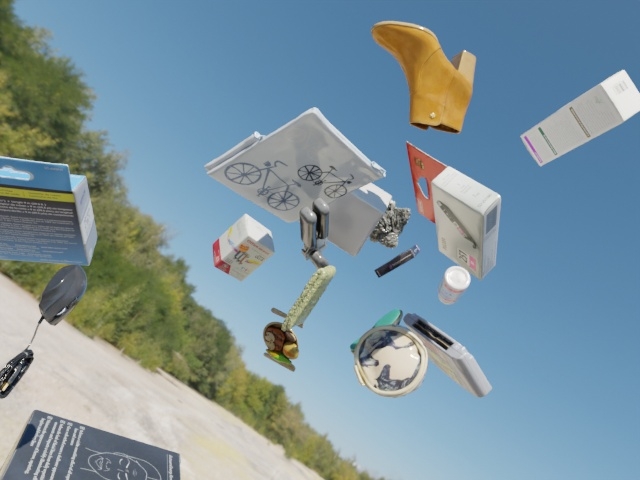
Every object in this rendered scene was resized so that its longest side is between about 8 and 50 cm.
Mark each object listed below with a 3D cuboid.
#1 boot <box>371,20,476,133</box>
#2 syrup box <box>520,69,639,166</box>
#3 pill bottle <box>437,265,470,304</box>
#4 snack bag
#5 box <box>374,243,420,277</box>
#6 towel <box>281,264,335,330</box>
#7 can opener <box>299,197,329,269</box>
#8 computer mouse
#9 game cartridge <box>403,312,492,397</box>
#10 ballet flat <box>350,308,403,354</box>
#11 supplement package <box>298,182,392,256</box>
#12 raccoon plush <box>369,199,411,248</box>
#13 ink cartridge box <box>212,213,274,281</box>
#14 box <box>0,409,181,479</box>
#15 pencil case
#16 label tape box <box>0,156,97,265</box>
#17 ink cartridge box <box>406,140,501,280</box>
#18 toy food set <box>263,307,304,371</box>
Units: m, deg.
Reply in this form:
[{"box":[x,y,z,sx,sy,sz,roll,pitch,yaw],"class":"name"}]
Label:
[{"box":[0.240,-0.391,1.155,0.295,0.211,0.104,17,-4,-11],"class":"boot"},{"box":[0.585,-0.269,1.069,0.096,0.093,0.237,59,-23,2],"class":"syrup box"},{"box":[0.449,0.159,1.600,0.087,0.087,0.160,29,-25,17],"class":"pill bottle"},{"box":[-0.057,-0.175,1.170,0.342,0.037,0.323,-24,-36,29],"class":"snack bag"},{"box":[0.218,0.056,1.318,0.029,0.116,0.162,59,17,7],"class":"box"},{"box":[-0.023,0.115,0.952,0.027,0.148,0.110,35,9,12],"class":"towel"},{"box":[0.000,0.000,1.182,0.095,0.076,0.283,51,-14,17],"class":"can opener"},{"box":[-0.456,0.145,0.781,0.041,0.242,0.071,16,-31,1],"class":"computer mouse"},{"box":[0.374,0.342,1.407,0.196,0.060,0.294,51,-8,-24],"class":"game cartridge"},{"box":[0.172,0.274,1.358,0.070,0.188,0.070,52,4,-5],"class":"ballet flat"},{"box":[0.042,-0.120,1.440,0.293,0.177,0.175,33,-63,2],"class":"supplement package"},{"box":[0.108,-0.088,1.707,0.299,0.446,0.216,34,-60,41],"class":"raccoon plush"},{"box":[-0.267,0.025,1.632,0.128,0.176,0.127,36,22,-35],"class":"ink cartridge box"},{"box":[-0.545,0.610,1.087,0.395,0.212,0.293,29,0,-21],"class":"box"},{"box":[0.184,0.320,1.202,0.160,0.183,0.410,54,-1,21],"class":"pencil case"},{"box":[-0.699,-0.093,1.134,0.249,0.115,0.347,5,-44,-13],"class":"label tape box"},{"box":[0.270,-0.059,1.018,0.239,0.060,0.275,40,-13,33],"class":"ink cartridge box"},{"box":[-0.119,0.301,1.392,0.132,0.038,0.192,21,-63,21],"class":"toy food set"}]
